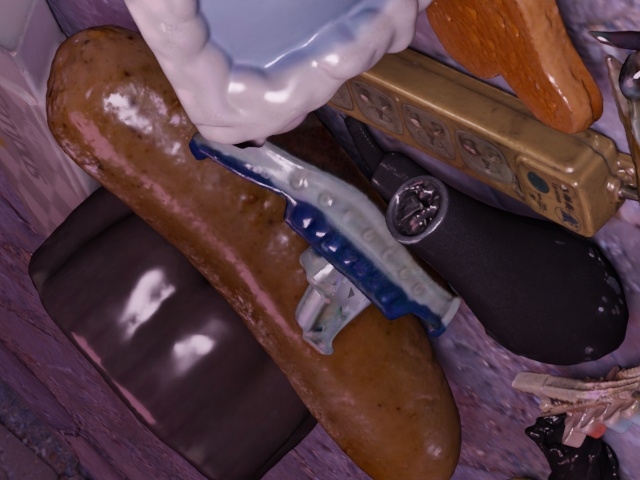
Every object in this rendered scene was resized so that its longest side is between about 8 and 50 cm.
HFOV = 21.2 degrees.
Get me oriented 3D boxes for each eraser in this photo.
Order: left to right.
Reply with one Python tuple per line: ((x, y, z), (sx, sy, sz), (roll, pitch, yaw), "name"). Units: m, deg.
((-0.277, -0.116, 1.696), (0.213, 0.082, 0.397), (31, 158, 30), "eraser")

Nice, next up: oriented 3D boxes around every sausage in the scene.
((-0.035, 0.017, 1.418), (0.501, 0.136, 0.123), (48, 173, -17), "sausage")

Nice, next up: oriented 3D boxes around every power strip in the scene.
((0.086, -0.078, 1.107), (0.305, 0.044, 0.064), (29, 156, 35), "power strip")

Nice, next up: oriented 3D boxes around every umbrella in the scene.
((0.241, 0.234, 1.445), (0.236, 0.059, 0.066), (59, 173, -36), "umbrella")

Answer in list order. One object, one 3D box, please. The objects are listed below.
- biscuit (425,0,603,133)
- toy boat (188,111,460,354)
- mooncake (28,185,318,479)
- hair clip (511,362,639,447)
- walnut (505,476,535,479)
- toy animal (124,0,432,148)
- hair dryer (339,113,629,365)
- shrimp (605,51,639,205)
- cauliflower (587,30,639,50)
((0.086, -0.168, 0.916), (0.165, 0.036, 0.250), (41, 164, 44), "biscuit")
((0.000, 0.000, 1.296), (0.262, 0.115, 0.114), (51, -177, -28), "toy boat")
((-0.121, 0.082, 1.589), (0.306, 0.154, 0.306), (45, -174, -6), "mooncake")
((0.206, 0.119, 1.266), (0.056, 0.062, 0.214), (36, 165, -14), "hair clip")
((0.189, 0.261, 1.571), (0.092, 0.092, 0.092), (38, 160, 16), "walnut")
((-0.028, -0.167, 0.901), (0.208, 0.156, 0.204), (-102, -15, -51), "toy animal")
((0.072, -0.020, 1.165), (0.235, 0.091, 0.271), (30, -174, -45), "hair dryer")
((0.242, -0.014, 0.905), (0.168, 0.077, 0.317), (12, 150, 39), "shrimp")
((0.208, -0.085, 0.517), (0.315, 0.239, 0.256), (3, -178, -32), "cauliflower")
